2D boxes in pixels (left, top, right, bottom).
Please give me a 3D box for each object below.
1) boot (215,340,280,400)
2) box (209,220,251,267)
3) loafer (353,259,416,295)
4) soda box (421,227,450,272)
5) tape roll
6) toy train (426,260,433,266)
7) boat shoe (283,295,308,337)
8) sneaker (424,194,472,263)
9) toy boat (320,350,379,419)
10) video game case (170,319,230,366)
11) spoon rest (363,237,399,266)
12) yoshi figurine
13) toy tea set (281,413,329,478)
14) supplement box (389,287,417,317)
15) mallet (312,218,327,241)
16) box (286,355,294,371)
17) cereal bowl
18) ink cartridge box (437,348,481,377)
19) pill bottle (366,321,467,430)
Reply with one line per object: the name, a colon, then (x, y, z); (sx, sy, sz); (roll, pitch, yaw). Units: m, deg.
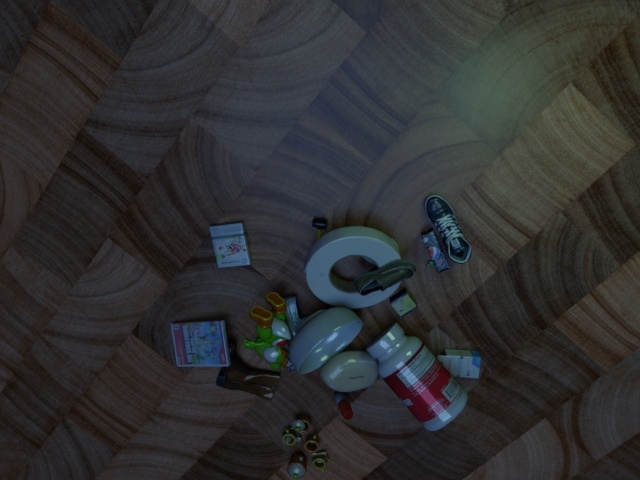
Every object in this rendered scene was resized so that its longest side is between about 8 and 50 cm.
boot: (-0.322, 0.600, 2.001); (0.280, 0.096, 0.264); (15, 105, 0)
box: (-0.381, 0.018, 1.853); (0.145, 0.038, 0.187); (-6, 108, 9)
loafer: (0.249, 0.154, 1.667); (0.251, 0.088, 0.094); (-23, 126, 16)
soda box: (0.457, 0.040, 1.739); (0.053, 0.060, 0.169); (-24, 95, 15)
tape roll: (0.131, 0.115, 1.736); (0.391, 0.072, 0.392); (0, 129, 0)
toy train: (0.475, 0.089, 1.786); (0.083, 0.017, 0.024); (-12, 96, 10)
boat shoe: (-0.094, 0.346, 1.900); (0.081, 0.079, 0.228); (-18, 101, 16)
sneaker: (0.492, -0.040, 1.672); (0.099, 0.153, 0.282); (-27, 102, 13)
toy boat: (0.115, 0.621, 1.929); (0.267, 0.148, 0.319); (2, 108, -17)
video game case: (-0.540, 0.463, 1.960); (0.284, 0.025, 0.204); (-7, 92, 23)
spoon rest: (0.188, 0.036, 1.782); (0.276, 0.084, 0.138); (10, 110, -11)
yoshi figurine: (-0.226, 0.394, 1.858); (0.203, 0.203, 0.363); (-6, 125, -4)
toy tea set: (-0.091, 0.997, 2.080); (0.199, 0.124, 0.336); (-15, 105, 11)
supplement box: (0.348, 0.261, 1.834); (0.083, 0.056, 0.083); (-36, 100, 16)
mallet: (0.000, 0.000, 1.807); (0.062, 0.039, 0.190); (2, 112, 10)
box: (-0.109, 0.528, 1.986); (0.137, 0.027, 0.094); (-32, 100, 15)
cereal bowl: (0.004, 0.390, 1.801); (0.339, 0.338, 0.141); (-51, 63, 18)
ink cartridge box: (0.590, 0.529, 1.888); (0.179, 0.060, 0.104); (3, 108, 6)
pill bottle: (0.386, 0.549, 1.802); (0.229, 0.229, 0.408); (-44, 81, 17)
